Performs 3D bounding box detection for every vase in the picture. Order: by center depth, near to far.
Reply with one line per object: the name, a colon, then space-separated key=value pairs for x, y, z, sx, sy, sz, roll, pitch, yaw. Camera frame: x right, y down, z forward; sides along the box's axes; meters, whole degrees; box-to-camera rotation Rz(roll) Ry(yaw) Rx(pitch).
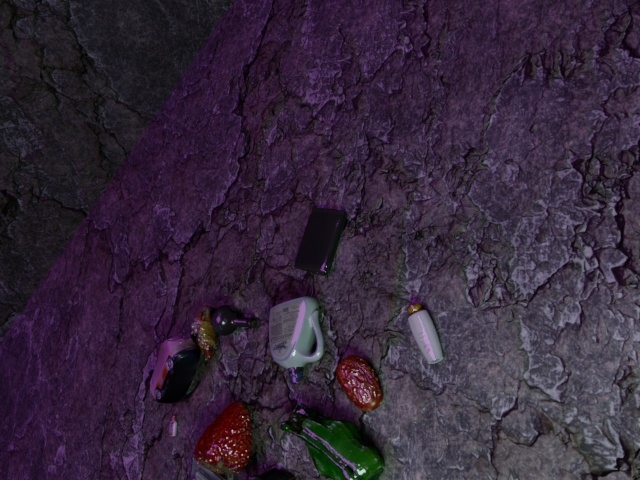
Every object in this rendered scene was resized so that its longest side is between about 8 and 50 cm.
vase: x=-0.333 y=0.315 z=2.018 sx=0.183 sy=0.120 sz=0.120 roll=3 pitch=77 yaw=24

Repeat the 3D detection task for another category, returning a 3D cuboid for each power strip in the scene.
power strip: x=-0.421 y=0.918 z=1.876 sx=0.213 sy=0.064 sz=0.198 roll=15 pitch=104 yaw=41

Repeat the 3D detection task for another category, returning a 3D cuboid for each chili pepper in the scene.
chili pepper: x=0.032 y=0.615 z=1.578 sx=0.385 sy=0.213 sz=0.167 roll=27 pitch=51 yaw=37

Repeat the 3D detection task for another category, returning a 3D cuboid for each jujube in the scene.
jujube: x=0.124 y=0.442 z=1.609 sx=0.176 sy=0.109 sz=0.112 roll=51 pitch=145 yaw=29

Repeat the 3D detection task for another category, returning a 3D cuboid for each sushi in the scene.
sushi: x=-0.476 y=0.376 z=2.113 sx=0.103 sy=0.097 sz=0.226 roll=-25 pitch=62 yaw=30

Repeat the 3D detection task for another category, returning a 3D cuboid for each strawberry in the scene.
strawberry: x=-0.325 y=0.699 z=1.854 sx=0.205 sy=0.205 sz=0.244 roll=-12 pitch=45 yaw=36

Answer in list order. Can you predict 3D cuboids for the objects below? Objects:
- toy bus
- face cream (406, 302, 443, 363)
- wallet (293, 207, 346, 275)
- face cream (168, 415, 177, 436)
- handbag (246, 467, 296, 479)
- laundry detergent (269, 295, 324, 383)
toy bus: x=-0.588 y=0.517 z=2.090 sx=0.147 sy=0.127 sz=0.303 roll=44 pitch=122 yaw=36
face cream: x=0.310 y=0.274 z=1.544 sx=0.072 sy=0.051 sz=0.182 roll=-35 pitch=57 yaw=26
wallet: x=0.000 y=0.000 z=1.890 sx=0.168 sy=0.052 sz=0.245 roll=10 pitch=77 yaw=41
face cream: x=-0.607 y=0.766 z=2.141 sx=0.040 sy=0.021 sz=0.083 roll=-14 pitch=67 yaw=34
handbag: x=-0.172 y=0.855 z=1.664 sx=0.155 sy=0.169 sz=0.215 roll=10 pitch=84 yaw=37
laundry detergent: x=-0.080 y=0.350 z=1.797 sx=0.215 sy=0.105 sz=0.280 roll=-23 pitch=61 yaw=30
